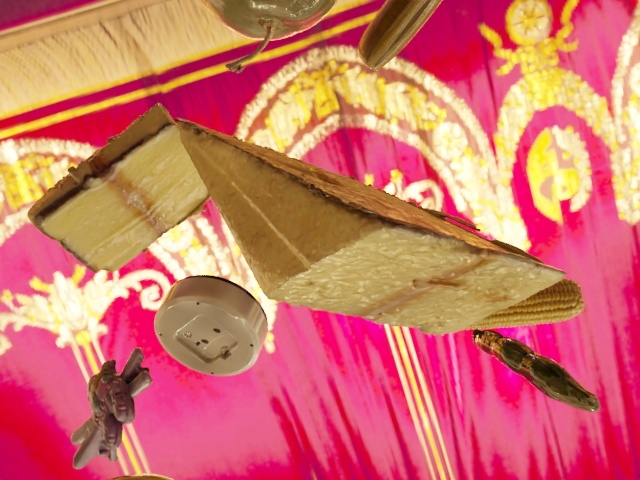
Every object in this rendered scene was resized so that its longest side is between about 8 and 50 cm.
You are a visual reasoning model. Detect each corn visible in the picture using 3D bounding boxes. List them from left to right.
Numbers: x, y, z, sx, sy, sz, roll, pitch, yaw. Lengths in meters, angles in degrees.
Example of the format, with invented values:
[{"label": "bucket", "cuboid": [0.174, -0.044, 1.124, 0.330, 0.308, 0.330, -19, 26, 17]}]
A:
[{"label": "corn", "cuboid": [0.312, 0.107, 1.211, 0.248, 0.081, 0.081, -5, -163, 4]}]

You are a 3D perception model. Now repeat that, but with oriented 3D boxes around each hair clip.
[{"label": "hair clip", "cuboid": [-0.352, 0.297, 1.198, 0.090, 0.278, 0.137, 2, -137, -30]}]

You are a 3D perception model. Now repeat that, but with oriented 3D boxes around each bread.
[{"label": "bread", "cuboid": [-0.304, -0.072, 1.136, 0.263, 0.198, 0.236, -40, -171, -6]}, {"label": "bread", "cuboid": [0.051, -0.063, 0.957, 0.345, 0.405, 0.242, 5, 141, -43]}]

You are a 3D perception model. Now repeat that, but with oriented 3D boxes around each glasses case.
[{"label": "glasses case", "cuboid": [0.143, -0.383, 1.185, 0.234, 0.064, 0.079, -49, -146, 31]}]

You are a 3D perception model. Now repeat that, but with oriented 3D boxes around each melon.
[{"label": "melon", "cuboid": [-0.084, -0.459, 1.117, 0.271, 0.308, 0.272, -25, 171, -5]}]

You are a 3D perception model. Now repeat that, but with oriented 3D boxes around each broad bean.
[{"label": "broad bean", "cuboid": [0.285, 0.170, 1.018, 0.043, 0.060, 0.297, -41, -157, -7]}]

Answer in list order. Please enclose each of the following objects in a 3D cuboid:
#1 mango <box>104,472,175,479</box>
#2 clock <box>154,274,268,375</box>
[{"label": "mango", "cuboid": [-0.223, 0.336, 0.770, 0.136, 0.167, 0.236, 9, -173, 36]}, {"label": "clock", "cuboid": [-0.227, 0.182, 1.500, 0.230, 0.230, 0.083, -11, -145, 23]}]
